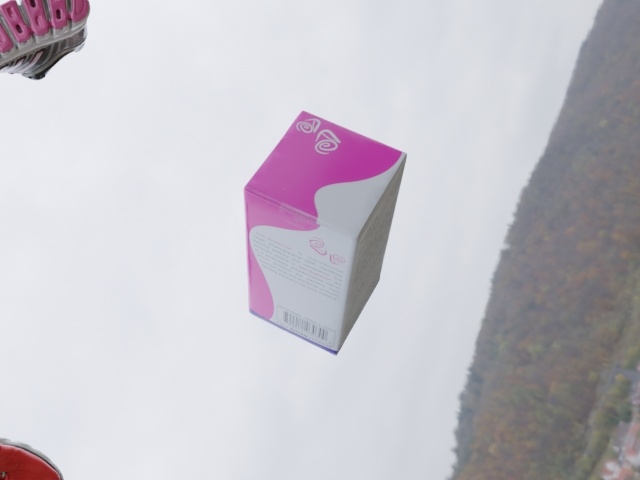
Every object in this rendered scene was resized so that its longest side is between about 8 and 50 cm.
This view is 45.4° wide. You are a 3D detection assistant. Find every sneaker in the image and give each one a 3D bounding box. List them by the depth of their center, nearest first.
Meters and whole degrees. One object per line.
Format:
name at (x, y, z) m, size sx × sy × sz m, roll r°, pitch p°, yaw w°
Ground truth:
sneaker at (-0.282, -0.169, 0.681) m, size 0.171 × 0.063 × 0.075 m, roll -26°, pitch -12°, yaw -13°
sneaker at (-0.496, 0.321, 1.069) m, size 0.107 × 0.279 × 0.118 m, roll -65°, pitch 18°, yaw -10°

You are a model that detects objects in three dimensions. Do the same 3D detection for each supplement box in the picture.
supplement box at (0.000, 0.000, 0.746) m, size 0.113 × 0.111 × 0.220 m, roll -58°, pitch -14°, yaw -30°
